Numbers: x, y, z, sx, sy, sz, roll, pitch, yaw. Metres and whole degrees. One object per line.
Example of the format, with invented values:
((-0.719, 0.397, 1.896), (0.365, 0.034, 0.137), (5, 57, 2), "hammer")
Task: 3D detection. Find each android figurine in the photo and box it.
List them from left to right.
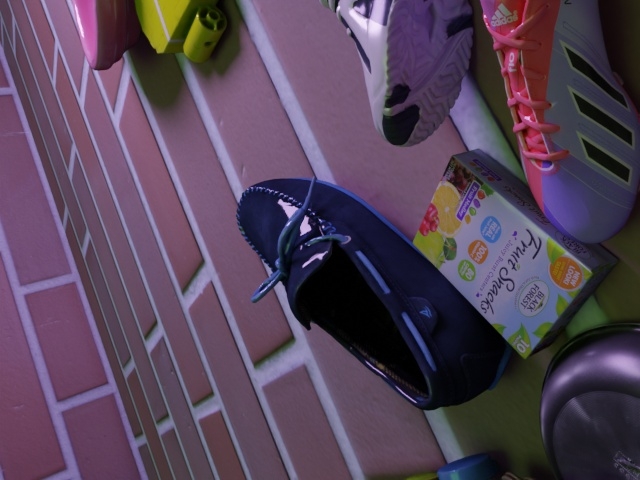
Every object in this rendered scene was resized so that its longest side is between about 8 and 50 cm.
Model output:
((-0.205, -0.376, 0.798), (0.273, 0.056, 0.248), (-30, 78, 57), "android figurine")

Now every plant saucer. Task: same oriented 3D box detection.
((-0.376, -0.466, 0.968), (0.332, 0.084, 0.331), (38, 133, 55), "plant saucer")

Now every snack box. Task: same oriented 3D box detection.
((0.144, 0.008, 0.448), (0.141, 0.037, 0.100), (50, 142, 32), "snack box")

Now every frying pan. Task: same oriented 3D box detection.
((0.251, 0.121, 0.332), (0.197, 0.053, 0.326), (61, 149, 19), "frying pan")

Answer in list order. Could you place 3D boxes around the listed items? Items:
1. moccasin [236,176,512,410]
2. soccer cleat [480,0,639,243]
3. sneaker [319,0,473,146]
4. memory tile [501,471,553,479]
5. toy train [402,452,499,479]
((0.017, 0.028, 0.545), (0.342, 0.117, 0.137), (30, 125, 38), "moccasin")
((0.138, -0.114, 0.349), (0.083, 0.095, 0.247), (5, 108, 56), "soccer cleat")
((0.037, -0.197, 0.471), (0.153, 0.094, 0.234), (12, 114, 56), "sneaker")
((0.200, 0.227, 0.422), (0.113, 0.012, 0.148), (53, 164, 10), "memory tile")
((0.116, 0.306, 0.576), (0.248, 0.105, 0.143), (-45, 55, 55), "toy train")
